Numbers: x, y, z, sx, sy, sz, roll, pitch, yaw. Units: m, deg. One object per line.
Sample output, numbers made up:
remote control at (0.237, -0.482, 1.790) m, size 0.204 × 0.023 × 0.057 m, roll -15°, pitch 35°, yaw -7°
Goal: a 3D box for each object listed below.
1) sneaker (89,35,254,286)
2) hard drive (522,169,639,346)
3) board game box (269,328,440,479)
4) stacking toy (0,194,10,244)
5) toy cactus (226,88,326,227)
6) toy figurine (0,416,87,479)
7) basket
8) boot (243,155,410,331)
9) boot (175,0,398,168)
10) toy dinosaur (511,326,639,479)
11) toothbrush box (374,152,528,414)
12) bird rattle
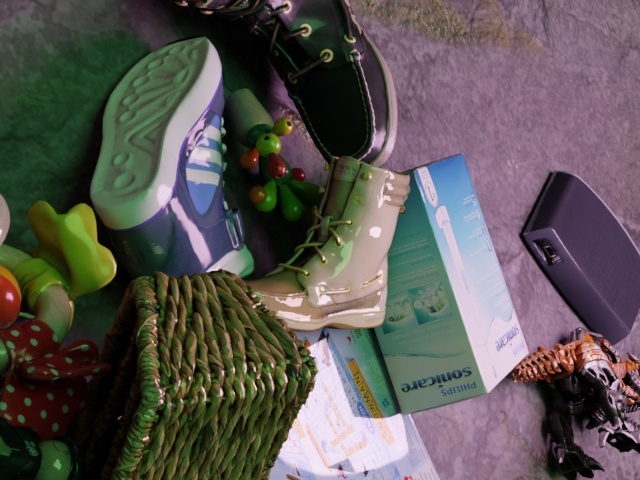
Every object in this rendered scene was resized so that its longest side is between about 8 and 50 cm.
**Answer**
sneaker at (-0.154, -0.058, 1.616) m, size 0.322 × 0.130 × 0.236 m, roll -79°, pitch 151°, yaw -44°
hard drive at (0.428, 0.025, 2.173) m, size 0.254 × 0.054 × 0.172 m, roll 50°, pitch 50°, yaw -22°
board game box at (-0.021, 0.242, 1.672) m, size 0.318 × 0.066 × 0.318 m, roll -30°, pitch 99°, yaw -44°
stacking toy at (-0.402, -0.119, 1.267) m, size 0.141 × 0.141 × 0.330 m, roll -55°, pitch 144°, yaw -38°
toy cactus at (-0.056, -0.109, 1.681) m, size 0.180 × 0.112 × 0.219 m, roll 63°, pitch 8°, yaw 19°
toy figurine at (-0.327, 0.273, 1.273) m, size 0.148 × 0.209 × 0.213 m, roll 21°, pitch 62°, yaw -47°
basket at (-0.182, 0.183, 1.378) m, size 0.223 × 0.299 × 0.213 m, roll -8°, pitch 43°, yaw -44°
boot at (0.000, 0.000, 1.598) m, size 0.262 × 0.095 × 0.203 m, roll 3°, pitch 104°, yaw -47°
boot at (-0.056, -0.267, 1.674) m, size 0.284 × 0.138 × 0.377 m, roll 14°, pitch 57°, yaw -55°
toy dinosaur at (0.388, 0.227, 2.048) m, size 0.322 × 0.164 × 0.218 m, roll 2°, pitch 61°, yaw -25°
toothbrush box at (0.149, 0.051, 1.806) m, size 0.216 × 0.126 × 0.295 m, roll -25°, pitch 96°, yaw -66°
bird rattle at (-0.314, 0.080, 1.386) m, size 0.207 × 0.143 × 0.253 m, roll 17°, pitch 46°, yaw -13°
